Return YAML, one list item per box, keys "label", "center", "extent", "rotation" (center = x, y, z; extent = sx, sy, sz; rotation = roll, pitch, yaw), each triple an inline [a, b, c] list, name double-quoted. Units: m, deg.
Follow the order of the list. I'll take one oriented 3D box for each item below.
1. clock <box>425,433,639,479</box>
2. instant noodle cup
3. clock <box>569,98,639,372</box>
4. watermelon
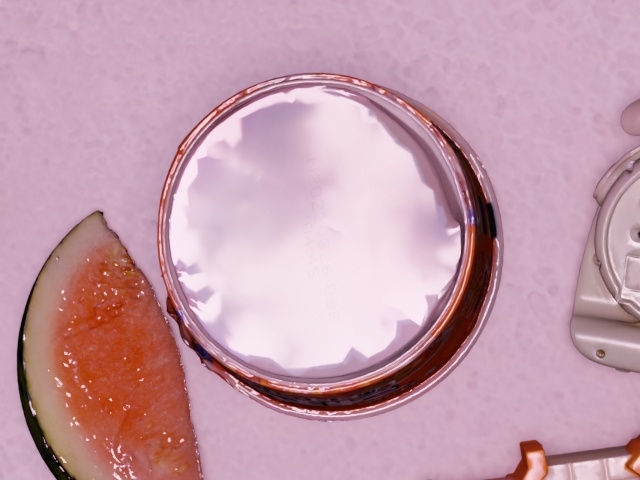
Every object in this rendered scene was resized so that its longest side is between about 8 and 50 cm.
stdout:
- label: "clock"
  center: [0.202, 0.225, 1.044]
  extent: [0.255, 0.106, 0.220]
  rotation: [-9, 86, 4]
- label: "instant noodle cup"
  center: [0.000, 0.000, 1.026]
  extent: [0.250, 0.192, 0.250]
  rotation: [0, 86, 4]
- label: "clock"
  center: [0.253, -0.001, 1.052]
  extent: [0.151, 0.062, 0.191]
  rotation: [8, 99, 16]
- label: "watermelon"
  center: [-0.153, 0.107, 1.103]
  extent: [0.119, 0.063, 0.245]
  rotation: [-20, 80, -10]
